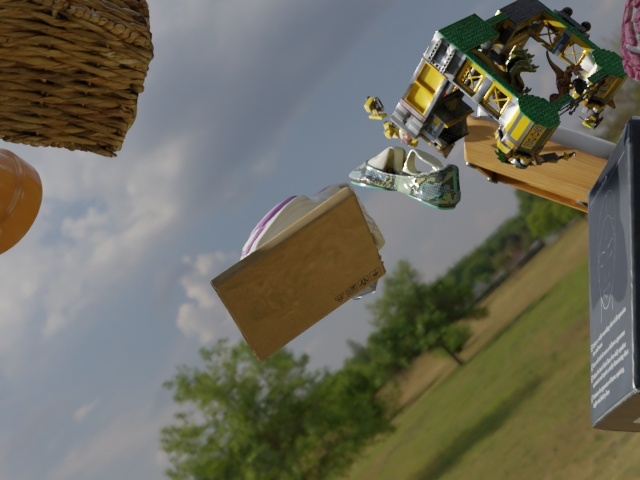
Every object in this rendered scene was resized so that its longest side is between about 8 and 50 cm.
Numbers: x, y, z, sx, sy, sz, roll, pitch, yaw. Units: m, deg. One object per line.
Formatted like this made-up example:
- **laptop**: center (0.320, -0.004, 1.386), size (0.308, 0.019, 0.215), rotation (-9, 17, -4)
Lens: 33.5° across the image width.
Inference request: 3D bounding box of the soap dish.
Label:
- **soap dish**: center (0.409, -0.140, 1.925), size (0.229, 0.290, 0.118), rotation (17, -85, -68)

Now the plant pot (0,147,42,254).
- **plant pot**: center (-0.631, -0.097, 1.876), size (0.205, 0.205, 0.188), rotation (-44, -35, -1)

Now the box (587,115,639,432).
- **box**: center (0.520, 0.063, 1.542), size (0.293, 0.211, 0.396), rotation (82, -169, -71)

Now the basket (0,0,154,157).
- **basket**: center (-0.345, -0.254, 1.175), size (0.299, 0.223, 0.213), rotation (7, -44, -21)

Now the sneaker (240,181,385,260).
- **sneaker**: center (0.000, 0.000, 1.670), size (0.305, 0.152, 0.114), rotation (-26, -17, -51)

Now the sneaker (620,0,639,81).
- **sneaker**: center (0.368, -0.188, 0.829), size (0.112, 0.121, 0.299), rotation (10, -16, -38)

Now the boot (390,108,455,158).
- **boot**: center (0.172, -0.181, 1.753), size (0.037, 0.114, 0.106), rotation (-39, -3, 32)

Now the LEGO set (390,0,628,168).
- **LEGO set**: center (0.261, -0.194, 1.505), size (0.331, 0.255, 0.192), rotation (-43, -14, -45)

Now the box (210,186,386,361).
- **box**: center (-0.022, 0.044, 1.296), size (0.201, 0.021, 0.164), rotation (-35, -42, -9)

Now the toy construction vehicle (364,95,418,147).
- **toy construction vehicle**: center (0.124, -0.207, 1.882), size (0.035, 0.085, 0.098), rotation (-53, -47, -22)

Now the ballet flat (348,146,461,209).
- **ballet flat**: center (0.109, -0.089, 1.358), size (0.070, 0.188, 0.070), rotation (-15, -67, -40)

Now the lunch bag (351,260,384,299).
- **lunch bag**: center (0.069, 0.067, 1.936), size (0.083, 0.053, 0.071), rotation (-24, 38, 44)
